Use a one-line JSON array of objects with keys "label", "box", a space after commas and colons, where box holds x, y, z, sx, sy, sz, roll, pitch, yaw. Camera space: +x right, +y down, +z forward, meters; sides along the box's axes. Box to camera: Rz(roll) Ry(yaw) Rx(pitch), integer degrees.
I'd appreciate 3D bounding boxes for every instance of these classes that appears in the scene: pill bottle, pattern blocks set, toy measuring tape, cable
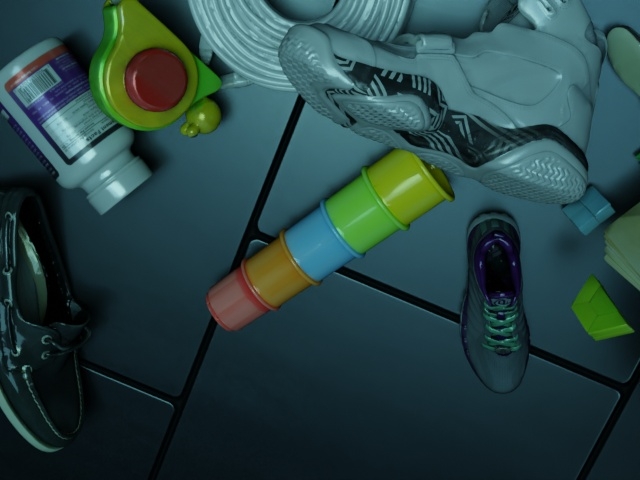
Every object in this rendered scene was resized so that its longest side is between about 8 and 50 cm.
[{"label": "pill bottle", "box": [-0.285, -0.128, 1.220, 0.108, 0.108, 0.193, -36, 99, 14]}, {"label": "pattern blocks set", "box": [0.387, 0.005, 1.084, 0.285, 0.325, 0.026, -34, 126, 18]}, {"label": "toy measuring tape", "box": [-0.239, -0.215, 1.141, 0.121, 0.121, 0.330, -41, 119, 15]}, {"label": "cable", "box": [-0.023, -0.291, 1.154, 0.257, 0.089, 0.257, -2, 105, 7]}]

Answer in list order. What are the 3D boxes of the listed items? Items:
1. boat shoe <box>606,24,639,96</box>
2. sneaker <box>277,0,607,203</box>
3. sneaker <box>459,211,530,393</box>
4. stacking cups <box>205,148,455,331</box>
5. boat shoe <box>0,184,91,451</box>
[{"label": "boat shoe", "box": [0.367, -0.184, 1.163, 0.043, 0.049, 0.137, -42, 96, -27]}, {"label": "sneaker", "box": [0.142, -0.191, 1.098, 0.365, 0.137, 0.210, 22, 81, -19]}, {"label": "sneaker", "box": [0.201, 0.084, 1.226, 0.083, 0.098, 0.224, -6, 104, 8]}, {"label": "stacking cups", "box": [0.000, 0.000, 1.228, 0.316, 0.096, 0.096, -34, 99, 14]}, {"label": "boat shoe", "box": [-0.337, 0.092, 1.278, 0.113, 0.127, 0.340, -12, 94, 22]}]
